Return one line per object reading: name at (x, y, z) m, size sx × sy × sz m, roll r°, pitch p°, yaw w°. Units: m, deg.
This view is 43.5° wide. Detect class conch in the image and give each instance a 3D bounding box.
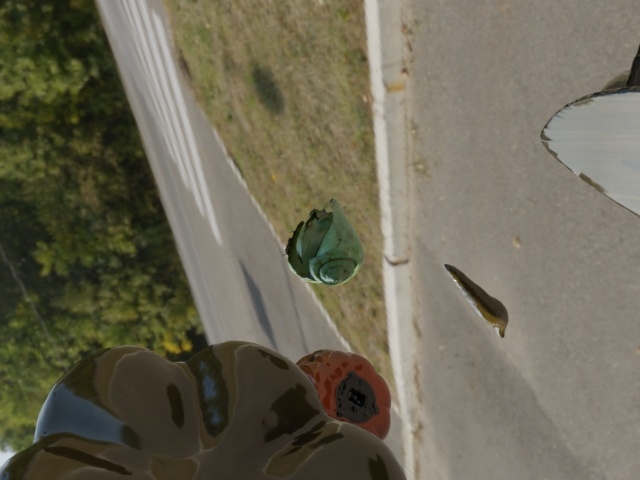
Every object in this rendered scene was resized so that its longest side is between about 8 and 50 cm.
conch at (0.000, 0.000, 1.070) m, size 0.170 × 0.106 × 0.079 m, roll -100°, pitch 13°, yaw -55°

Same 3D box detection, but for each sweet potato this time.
sweet potato at (0.365, 0.138, 1.807) m, size 0.249 × 0.059 × 0.069 m, roll 44°, pitch 179°, yaw -25°

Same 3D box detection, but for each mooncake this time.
mooncake at (-0.140, 0.335, 0.876) m, size 0.467 × 0.467 × 0.262 m, roll 59°, pitch 143°, yaw 41°

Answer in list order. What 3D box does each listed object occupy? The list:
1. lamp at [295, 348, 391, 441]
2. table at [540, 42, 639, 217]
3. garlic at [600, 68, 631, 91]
lamp at (0.014, 0.266, 1.262) m, size 0.164 × 0.188 × 0.187 m, roll -34°, pitch 76°, yaw 53°
table at (0.475, -0.154, 0.921) m, size 0.317 × 0.249 × 0.317 m, roll 36°, pitch 170°, yaw 7°
garlic at (0.476, -0.170, 1.120) m, size 0.148 × 0.128 × 0.266 m, roll 39°, pitch -172°, yaw -16°
